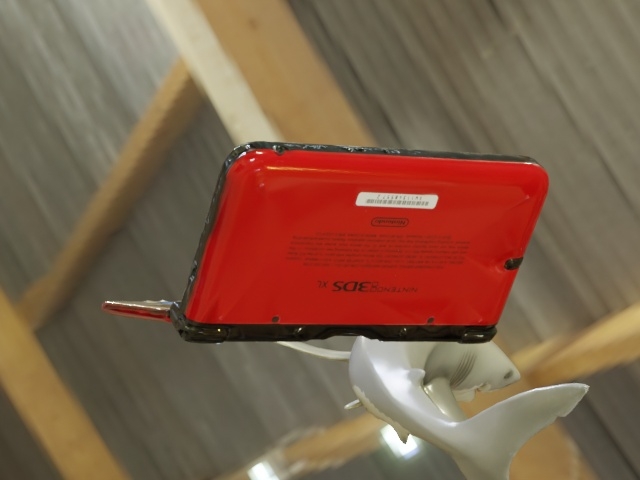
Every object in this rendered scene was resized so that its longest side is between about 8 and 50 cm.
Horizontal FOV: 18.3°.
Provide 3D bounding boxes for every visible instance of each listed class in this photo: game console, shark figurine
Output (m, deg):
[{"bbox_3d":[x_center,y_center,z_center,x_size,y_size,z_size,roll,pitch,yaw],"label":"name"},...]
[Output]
[{"bbox_3d":[0.000,0.000,0.806,0.085,0.144,0.124,53,-47,48],"label":"game console"},{"bbox_3d":[0.064,0.059,1.166,0.166,0.116,0.278,20,8,-4],"label":"shark figurine"}]
